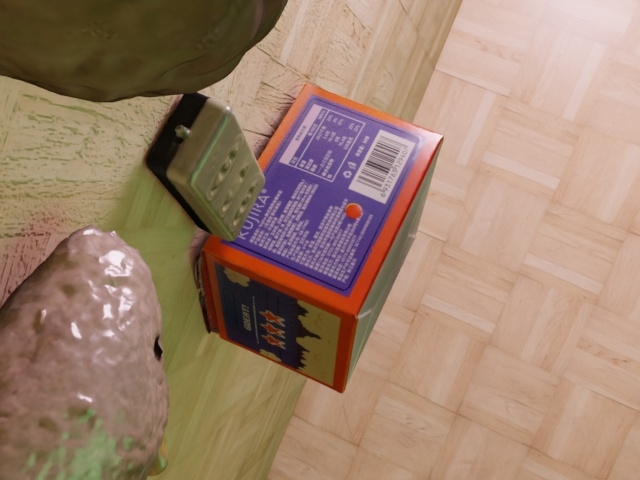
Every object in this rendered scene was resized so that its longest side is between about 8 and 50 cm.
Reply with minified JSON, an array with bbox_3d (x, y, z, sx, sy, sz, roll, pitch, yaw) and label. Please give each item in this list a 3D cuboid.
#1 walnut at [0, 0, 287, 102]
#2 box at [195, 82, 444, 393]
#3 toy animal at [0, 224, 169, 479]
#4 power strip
[{"bbox_3d":[-0.116,-0.193,0.388,0.248,0.248,0.248,-62,168,-23],"label":"walnut"},{"bbox_3d":[0.000,0.000,1.243,0.319,0.256,0.349,95,20,-62],"label":"box"},{"bbox_3d":[-0.238,0.175,0.661,0.227,0.188,0.358,90,25,-51],"label":"toy animal"},{"bbox_3d":[-0.131,-0.083,0.942,0.257,0.070,0.105,68,47,-73],"label":"power strip"}]
